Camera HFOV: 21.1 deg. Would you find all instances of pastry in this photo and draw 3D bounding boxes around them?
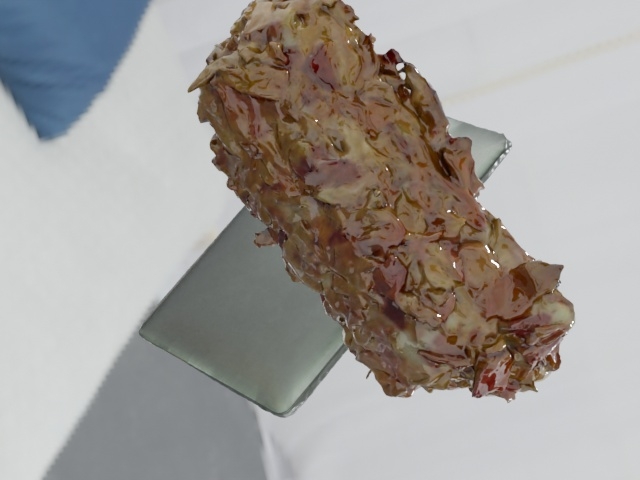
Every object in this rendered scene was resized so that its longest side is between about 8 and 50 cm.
[{"bbox_3d":[0.014,-0.008,0.595,0.169,0.063,0.087,54,-30,7],"label":"pastry"}]

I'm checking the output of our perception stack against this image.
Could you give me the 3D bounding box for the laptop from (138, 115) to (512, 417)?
[{"bbox_3d":[0.000,0.000,1.278,0.269,0.188,0.015,-50,132,-15],"label":"laptop"}]
